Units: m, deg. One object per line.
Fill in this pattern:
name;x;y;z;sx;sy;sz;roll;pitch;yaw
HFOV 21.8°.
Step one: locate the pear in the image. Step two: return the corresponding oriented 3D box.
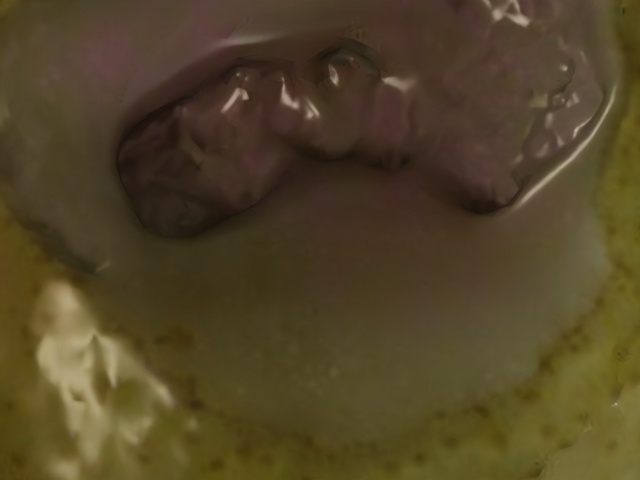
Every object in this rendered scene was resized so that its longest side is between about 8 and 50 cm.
pear;0.000;0.000;0.437;0.271;0.271;0.271;27;-140;-25
